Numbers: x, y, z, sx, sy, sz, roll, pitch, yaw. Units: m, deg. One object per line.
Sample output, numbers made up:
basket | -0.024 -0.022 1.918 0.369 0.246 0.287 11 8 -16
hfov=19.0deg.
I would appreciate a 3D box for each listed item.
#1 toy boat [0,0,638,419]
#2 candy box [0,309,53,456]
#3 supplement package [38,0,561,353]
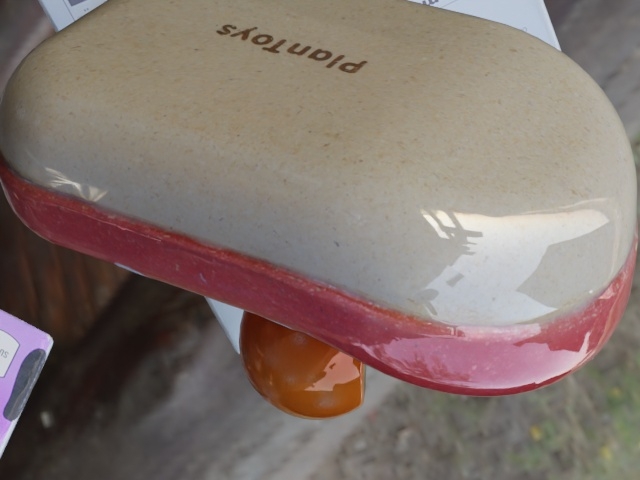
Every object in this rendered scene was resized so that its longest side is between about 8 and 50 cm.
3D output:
toy boat | 0.000 0.000 0.691 0.151 0.231 0.151 -41 140 -43
candy box | -0.188 0.079 0.525 0.165 0.196 0.070 27 139 -8
supplement package | -0.019 -0.131 0.893 0.198 0.199 0.262 -25 128 2
